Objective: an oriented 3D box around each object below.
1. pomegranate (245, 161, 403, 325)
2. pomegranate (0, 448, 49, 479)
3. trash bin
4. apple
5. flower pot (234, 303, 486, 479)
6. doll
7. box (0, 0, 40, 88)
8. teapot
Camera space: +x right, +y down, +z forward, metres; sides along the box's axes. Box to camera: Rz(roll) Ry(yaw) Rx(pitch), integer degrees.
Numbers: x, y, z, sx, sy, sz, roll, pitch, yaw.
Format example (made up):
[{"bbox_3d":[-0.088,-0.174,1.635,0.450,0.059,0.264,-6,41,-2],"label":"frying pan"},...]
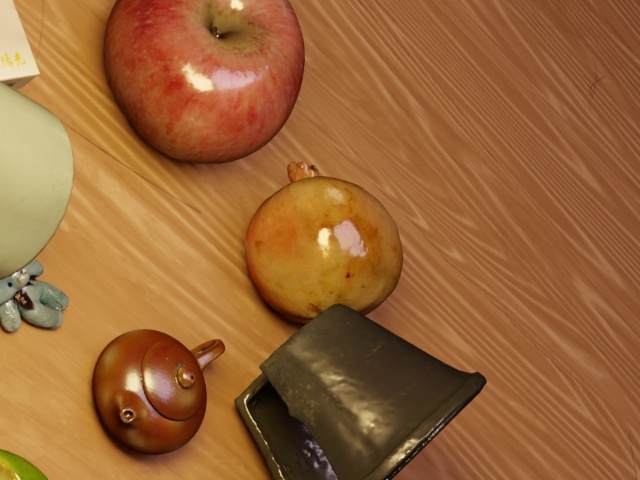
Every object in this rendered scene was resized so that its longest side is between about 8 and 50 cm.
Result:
[{"bbox_3d":[0.000,0.000,2.115,0.252,0.229,0.270,10,58,-47],"label":"pomegranate"},{"bbox_3d":[-0.414,0.332,1.545,0.159,0.241,0.190,59,47,-69],"label":"pomegranate"},{"bbox_3d":[-0.512,-0.119,1.505,0.432,0.280,0.280,28,50,-56],"label":"trash bin"},{"bbox_3d":[-0.186,-0.273,2.037,0.344,0.269,0.345,12,59,-22],"label":"apple"},{"bbox_3d":[0.039,0.250,1.975,0.251,0.379,0.379,46,38,10],"label":"flower pot"},{"bbox_3d":[-0.399,0.061,1.748,0.180,0.075,0.120,29,54,-36],"label":"doll"},{"bbox_3d":[-0.553,-0.274,1.719,0.343,0.065,0.200,-17,83,-42],"label":"box"},{"bbox_3d":[-0.211,0.198,1.848,0.252,0.135,0.178,-34,101,-50],"label":"teapot"}]
